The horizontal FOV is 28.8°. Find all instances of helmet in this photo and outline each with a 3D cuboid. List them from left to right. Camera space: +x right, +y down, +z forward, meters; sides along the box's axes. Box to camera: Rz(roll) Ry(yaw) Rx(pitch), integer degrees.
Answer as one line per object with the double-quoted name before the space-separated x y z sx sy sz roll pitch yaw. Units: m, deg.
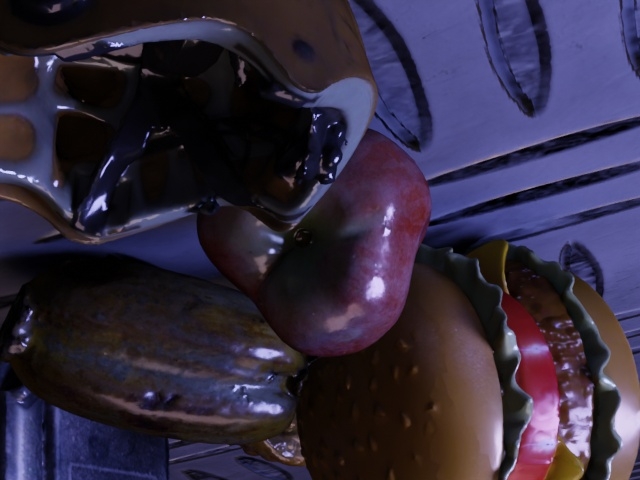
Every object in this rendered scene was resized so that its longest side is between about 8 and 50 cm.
"helmet" -0.087 -0.088 0.554 0.224 0.130 0.198 2 155 -3

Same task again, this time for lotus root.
"lotus root" -0.119 0.084 0.938 0.241 0.124 0.123 15 174 -14

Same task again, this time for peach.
"peach" 0.000 0.000 0.811 0.152 0.152 0.152 -9 158 -4

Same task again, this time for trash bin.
"trash bin" -0.334 0.275 1.152 0.367 0.296 0.256 -14 160 25

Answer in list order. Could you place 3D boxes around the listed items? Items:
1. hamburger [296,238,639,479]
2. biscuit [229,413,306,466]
"hamburger" 0.097 0.131 0.996 0.212 0.274 0.274 1 156 -31
"biscuit" -0.074 0.166 1.200 0.183 0.061 0.118 39 148 -26
